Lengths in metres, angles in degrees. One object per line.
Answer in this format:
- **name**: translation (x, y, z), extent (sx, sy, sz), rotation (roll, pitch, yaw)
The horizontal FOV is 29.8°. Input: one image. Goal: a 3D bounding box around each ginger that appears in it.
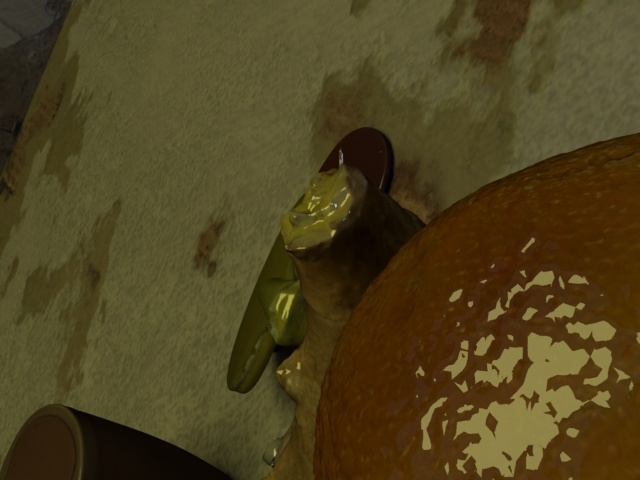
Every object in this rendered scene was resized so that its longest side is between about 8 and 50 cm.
- **ginger**: translation (0.076, 0.125, 0.848), extent (0.166, 0.236, 0.375), rotation (-72, -11, -47)

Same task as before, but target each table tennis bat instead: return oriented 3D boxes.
- **table tennis bat**: translation (0.000, 0.000, 1.330), extent (0.274, 0.021, 0.154), rotation (-62, 28, 10)
- **table tennis bat**: translation (-0.037, 0.054, 1.188), extent (0.369, 0.054, 0.224), rotation (-174, 106, -82)

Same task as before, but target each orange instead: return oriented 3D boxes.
- **orange**: translation (0.173, 0.103, 0.649), extent (0.357, 0.322, 0.322), rotation (-46, 36, 28)

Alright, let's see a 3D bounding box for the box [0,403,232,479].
- **box**: translation (-0.231, 0.339, 1.308), extent (0.301, 0.216, 0.300), rotation (-36, 44, 46)

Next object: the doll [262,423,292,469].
- **doll**: translation (0.018, 0.198, 1.078), extent (0.149, 0.095, 0.192), rotation (50, 132, 30)
